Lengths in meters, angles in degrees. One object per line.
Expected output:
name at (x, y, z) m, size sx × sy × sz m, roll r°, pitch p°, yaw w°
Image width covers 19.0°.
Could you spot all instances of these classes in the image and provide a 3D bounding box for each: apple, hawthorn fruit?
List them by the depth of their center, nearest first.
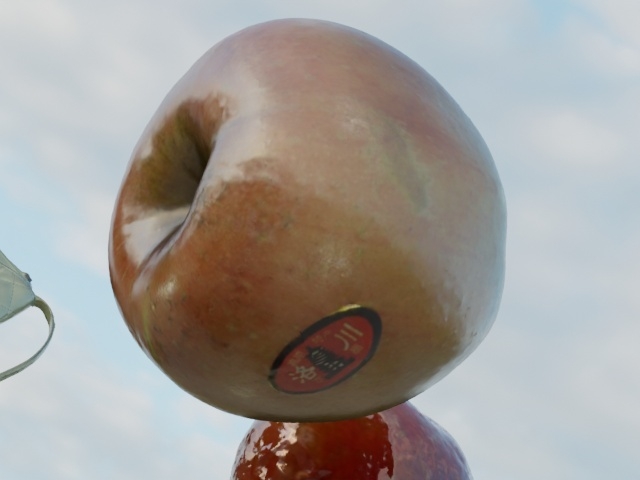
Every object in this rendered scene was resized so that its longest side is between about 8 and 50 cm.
apple at (0.000, 0.000, 1.574) m, size 0.305 × 0.338 × 0.338 m, roll 21°, pitch -16°, yaw -28°
hawthorn fruit at (0.050, 0.263, 1.808) m, size 0.271 × 0.242 × 0.242 m, roll 24°, pitch -19°, yaw 35°

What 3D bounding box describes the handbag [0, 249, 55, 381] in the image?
handbag at (-0.435, 0.090, 2.184) m, size 0.219 × 0.256 × 0.079 m, roll 44°, pitch -45°, yaw 16°
